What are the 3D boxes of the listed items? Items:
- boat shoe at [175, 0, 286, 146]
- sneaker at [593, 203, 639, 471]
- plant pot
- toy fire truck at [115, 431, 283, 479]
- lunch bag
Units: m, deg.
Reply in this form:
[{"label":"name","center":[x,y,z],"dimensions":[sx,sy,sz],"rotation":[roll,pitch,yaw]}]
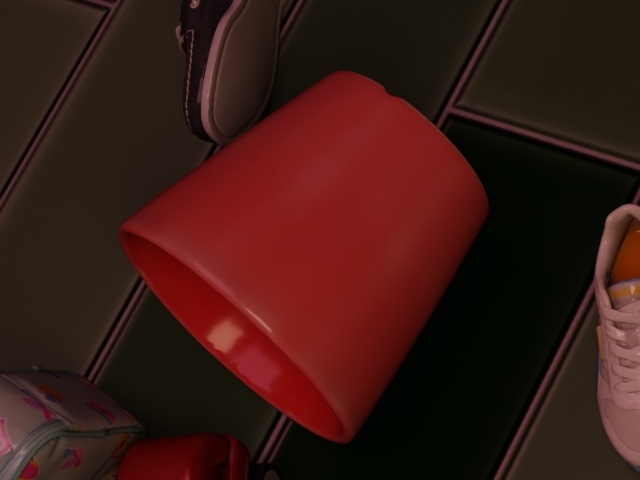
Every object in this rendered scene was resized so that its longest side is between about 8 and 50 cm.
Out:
[{"label":"boat shoe","center":[-0.096,-0.223,1.885],"dimensions":[0.091,0.114,0.302],"rotation":[-2,53,26]},{"label":"sneaker","center":[0.264,0.081,1.549],"dimensions":[0.087,0.092,0.229],"rotation":[-10,62,20]},{"label":"plant pot","center":[0.000,0.000,1.637],"dimensions":[0.275,0.275,0.243],"rotation":[33,74,35]},{"label":"toy fire truck","center":[-0.155,0.260,1.575],"dimensions":[0.158,0.246,0.217],"rotation":[-8,62,23]},{"label":"lunch bag","center":[-0.277,0.227,1.639],"dimensions":[0.108,0.279,0.224],"rotation":[35,95,16]}]
